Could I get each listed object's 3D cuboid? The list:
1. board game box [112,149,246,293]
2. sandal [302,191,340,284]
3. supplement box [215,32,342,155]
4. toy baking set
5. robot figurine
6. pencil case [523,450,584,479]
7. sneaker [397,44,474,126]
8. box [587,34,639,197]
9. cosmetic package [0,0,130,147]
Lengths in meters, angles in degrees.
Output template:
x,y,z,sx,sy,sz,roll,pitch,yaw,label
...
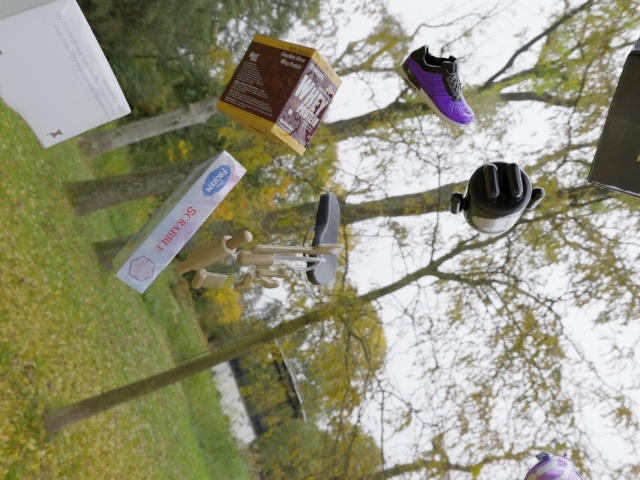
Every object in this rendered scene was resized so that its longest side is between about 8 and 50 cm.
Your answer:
x,y,z,sx,sy,sz,roll,pitch,yaw,label
-0.328,-0.046,1.014,0.066,0.318,0.319,43,-14,-21,board game box
0.000,0.000,0.986,0.254,0.055,0.097,-78,151,-47,sandal
-0.093,-0.329,1.027,0.191,0.194,0.129,30,2,32,supplement box
-0.101,0.032,0.734,0.256,0.197,0.030,-26,-119,34,toy baking set
0.506,-0.118,1.320,0.209,0.173,0.278,36,-9,19,robot figurine
0.363,0.389,0.601,0.206,0.088,0.086,-122,-162,-54,pencil case
0.384,-0.481,1.398,0.293,0.102,0.146,40,-42,-6,sneaker
0.467,-0.139,0.577,0.183,0.059,0.232,28,-23,30,box
-0.470,-0.362,0.713,0.385,0.156,0.217,54,-16,22,cosmetic package
